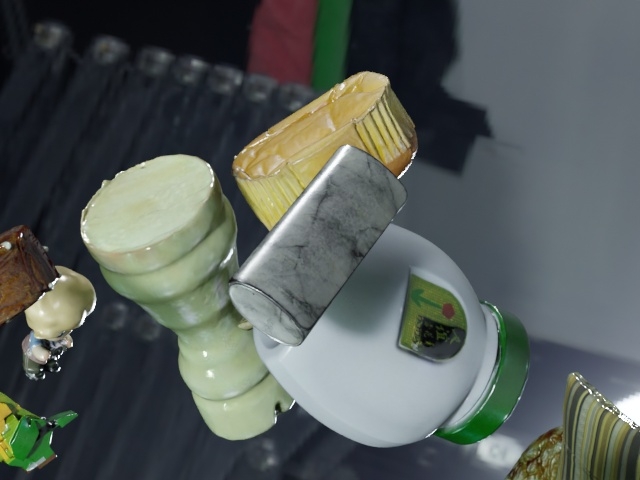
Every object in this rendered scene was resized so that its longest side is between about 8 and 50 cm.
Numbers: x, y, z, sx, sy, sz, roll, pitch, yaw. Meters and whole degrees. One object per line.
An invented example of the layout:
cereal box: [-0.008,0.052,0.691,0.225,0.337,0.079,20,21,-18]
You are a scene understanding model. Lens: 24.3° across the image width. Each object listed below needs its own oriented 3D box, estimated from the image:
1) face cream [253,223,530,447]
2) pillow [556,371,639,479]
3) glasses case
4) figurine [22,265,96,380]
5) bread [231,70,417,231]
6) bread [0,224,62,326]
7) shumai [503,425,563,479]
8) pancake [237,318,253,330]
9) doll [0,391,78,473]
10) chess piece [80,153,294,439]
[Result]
face cream: [0.094,0.134,2.074,0.357,0.219,0.312,25,-119,-28]
pillow: [0.410,0.328,2.173,0.052,0.212,0.208,-5,-67,-23]
glasses case: [0.000,0.000,1.810,0.060,0.114,0.299,-51,2,46]
figurine: [-0.412,0.133,2.275,0.114,0.108,0.196,-18,-45,-45]
bread: [0.018,-0.123,2.294,0.288,0.204,0.156,-38,-63,-8]
bread: [-0.344,0.051,1.514,0.073,0.160,0.160,56,-144,-12]
shumai: [0.528,0.512,2.573,0.348,0.395,0.395,22,-98,-34]
pancake: [-0.060,0.093,2.259,0.158,0.028,0.158,-37,1,0]
doll: [-0.550,0.334,2.667,0.134,0.186,0.106,-64,24,-7]
chess piece: [-0.181,0.100,2.308,0.234,0.234,0.442,-60,-42,-38]
